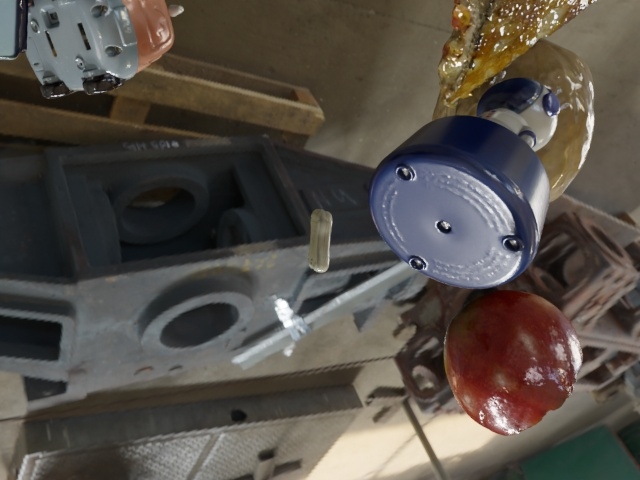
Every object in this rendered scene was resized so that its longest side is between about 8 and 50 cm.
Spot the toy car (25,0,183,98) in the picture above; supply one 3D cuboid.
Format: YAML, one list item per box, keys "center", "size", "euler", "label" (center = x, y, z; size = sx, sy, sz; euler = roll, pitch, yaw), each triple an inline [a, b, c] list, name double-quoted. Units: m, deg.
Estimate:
- center: [-0.373, -0.357, 1.149]
  size: [0.212, 0.271, 0.180]
  euler: [-37, 122, -44]
  label: "toy car"

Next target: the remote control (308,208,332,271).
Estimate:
- center: [0.000, 0.000, 1.346]
  size: [0.032, 0.074, 0.122]
  euler: [1, 99, -16]
  label: "remote control"

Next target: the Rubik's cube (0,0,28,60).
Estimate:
- center: [-0.497, -0.386, 0.740]
  size: [0.294, 0.288, 0.283]
  euler: [-15, 141, -36]
  label: "Rubik's cube"

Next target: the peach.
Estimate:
- center: [0.257, 0.162, 0.891]
  size: [0.190, 0.192, 0.190]
  euler: [-14, 133, -16]
  label: "peach"

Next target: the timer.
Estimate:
- center: [0.277, -0.138, 1.120]
  size: [0.383, 0.270, 0.270]
  euler: [-52, 159, -36]
  label: "timer"

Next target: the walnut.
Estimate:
- center: [0.413, -0.256, 1.465]
  size: [0.381, 0.381, 0.381]
  euler: [-17, 143, -14]
  label: "walnut"

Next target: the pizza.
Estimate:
- center: [0.309, -0.413, 1.178]
  size: [0.440, 0.130, 0.406]
  euler: [-5, 141, -51]
  label: "pizza"
